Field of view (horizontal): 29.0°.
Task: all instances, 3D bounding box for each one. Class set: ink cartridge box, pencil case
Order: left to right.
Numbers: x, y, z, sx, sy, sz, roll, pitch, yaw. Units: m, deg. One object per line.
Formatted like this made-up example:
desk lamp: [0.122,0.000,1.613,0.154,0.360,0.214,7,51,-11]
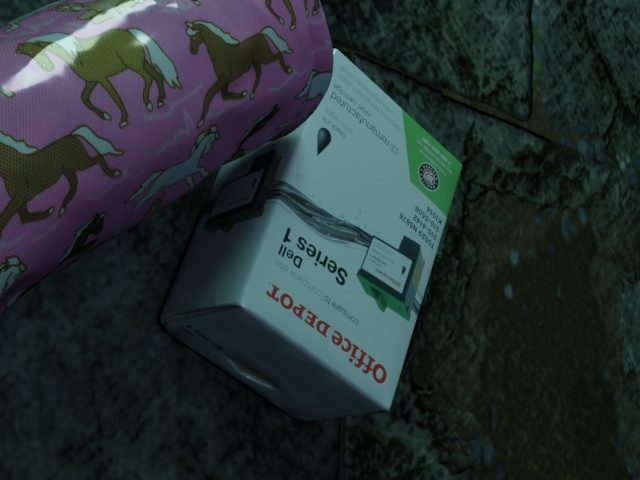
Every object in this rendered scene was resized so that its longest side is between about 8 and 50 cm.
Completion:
pencil case: [-0.146,-0.058,0.715,0.386,0.167,0.160,-42,123,-42]
ink cartridge box: [0.000,0.000,0.901,0.160,0.092,0.219,38,57,-33]
